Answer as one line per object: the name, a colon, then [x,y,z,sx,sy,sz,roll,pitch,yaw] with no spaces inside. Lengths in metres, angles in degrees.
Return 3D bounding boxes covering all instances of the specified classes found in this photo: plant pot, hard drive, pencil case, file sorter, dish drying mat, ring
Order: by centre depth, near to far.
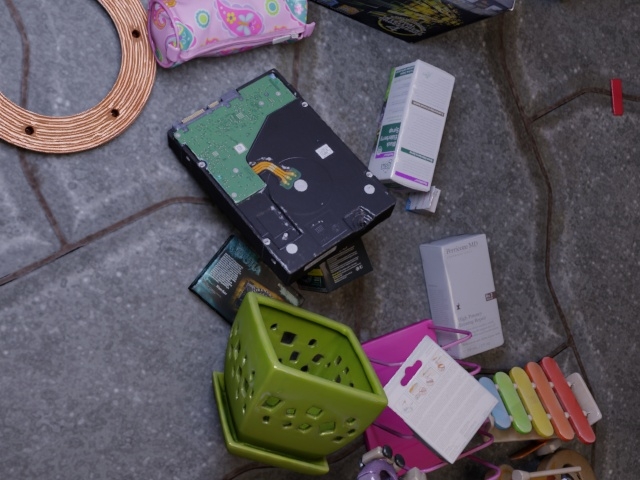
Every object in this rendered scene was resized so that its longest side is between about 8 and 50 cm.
ring: [-0.429,-0.306,1.294,0.336,0.032,0.337,0,90,-26]
hard drive: [-0.068,-0.114,1.368,0.237,0.064,0.339,-35,73,-23]
plant pot: [-0.055,0.252,1.369,0.227,0.228,0.207,22,111,-26]
pencil case: [-0.149,-0.372,1.369,0.284,0.124,0.124,-19,99,-32]
file sorter: [0.202,0.324,1.534,0.202,0.182,0.291,-17,98,-25]
dish drying mat: [0.685,-0.331,1.871,0.032,0.008,0.083,-7,93,-27]

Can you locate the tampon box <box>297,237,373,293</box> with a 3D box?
tampon box: [0.000,0.000,1.463,0.101,0.120,0.161,-26,101,-24]

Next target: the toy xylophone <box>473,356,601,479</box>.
toy xylophone: [0.438,0.364,1.656,0.322,0.081,0.236,-3,52,-34]

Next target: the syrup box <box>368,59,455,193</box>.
syrup box: [0.173,-0.215,1.564,0.096,0.093,0.237,18,83,-26]

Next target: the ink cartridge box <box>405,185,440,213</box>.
ink cartridge box: [0.205,-0.080,1.587,0.028,0.083,0.048,19,82,-25]

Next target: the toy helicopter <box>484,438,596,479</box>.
toy helicopter: [0.467,0.496,1.690,0.355,0.140,0.235,15,61,-37]

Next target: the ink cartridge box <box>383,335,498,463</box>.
ink cartridge box: [0.202,0.279,1.420,0.179,0.045,0.145,42,74,-2]

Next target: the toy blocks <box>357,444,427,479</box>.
toy blocks: [0.081,0.571,1.362,0.288,0.309,0.260,40,31,-21]

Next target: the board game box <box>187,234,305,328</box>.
board game box: [-0.128,0.096,1.452,0.186,0.026,0.126,44,72,-20]

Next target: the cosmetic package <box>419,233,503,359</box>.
cosmetic package: [0.284,0.109,1.630,0.117,0.085,0.231,-15,98,-26]

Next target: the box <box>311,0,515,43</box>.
box: [0.095,-0.475,1.398,0.394,0.318,0.097,16,83,-27]
